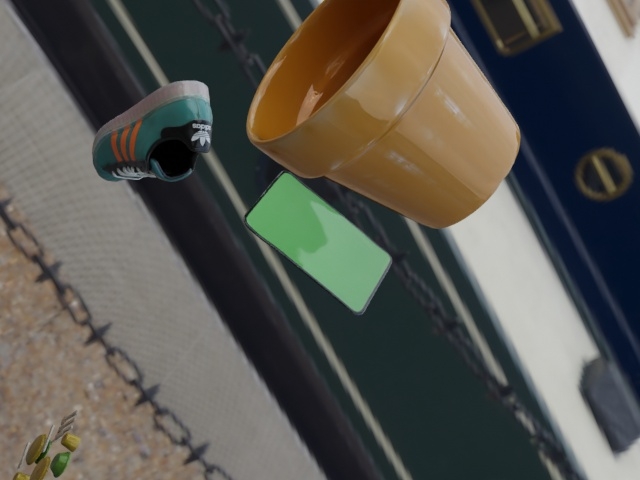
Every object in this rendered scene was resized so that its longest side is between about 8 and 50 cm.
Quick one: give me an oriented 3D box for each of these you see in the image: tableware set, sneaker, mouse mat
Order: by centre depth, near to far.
[{"bbox_3d":[0.000,0.000,1.467,0.190,0.007,0.152,39,35,-2],"label":"mouse mat"},{"bbox_3d":[-0.370,0.297,1.572,0.024,0.154,0.104,35,44,-23],"label":"tableware set"},{"bbox_3d":[-0.271,-0.139,1.837,0.108,0.302,0.121,4,69,-37],"label":"sneaker"}]

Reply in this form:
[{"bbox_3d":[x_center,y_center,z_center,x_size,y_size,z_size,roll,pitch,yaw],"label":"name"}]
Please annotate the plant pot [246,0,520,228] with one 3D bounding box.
[{"bbox_3d":[0.070,-0.114,1.043,0.188,0.205,0.205,38,35,-24],"label":"plant pot"}]
